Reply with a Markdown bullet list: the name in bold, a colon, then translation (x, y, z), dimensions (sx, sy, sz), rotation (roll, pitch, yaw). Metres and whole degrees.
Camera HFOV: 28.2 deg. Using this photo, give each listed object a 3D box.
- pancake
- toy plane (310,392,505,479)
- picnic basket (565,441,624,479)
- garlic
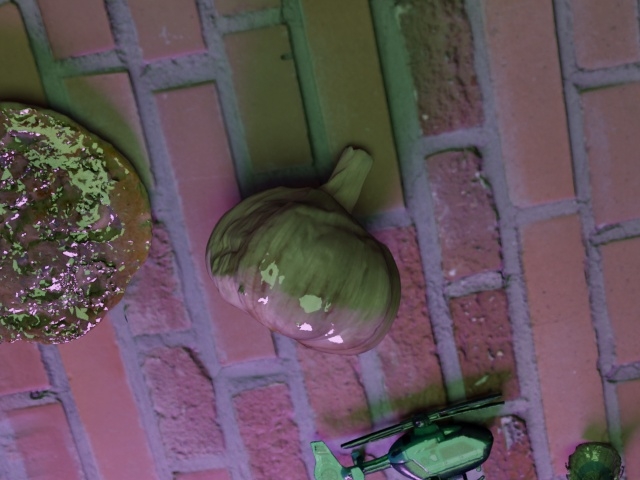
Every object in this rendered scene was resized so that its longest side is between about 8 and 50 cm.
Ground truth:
- **pancake**: translation (-0.314, -0.015, 1.354), dimensions (0.282, 0.049, 0.282), rotation (0, 115, 0)
- **toy plane**: translation (0.107, 0.245, 1.463), dimensions (0.235, 0.060, 0.096), rotation (-18, 105, 5)
- **picnic basket**: translation (0.312, 0.269, 1.463), dimensions (0.065, 0.083, 0.083), rotation (7, 159, 12)
- **garlic**: translation (0.000, 0.000, 1.299), dimensions (0.218, 0.218, 0.212), rotation (28, 82, -11)
